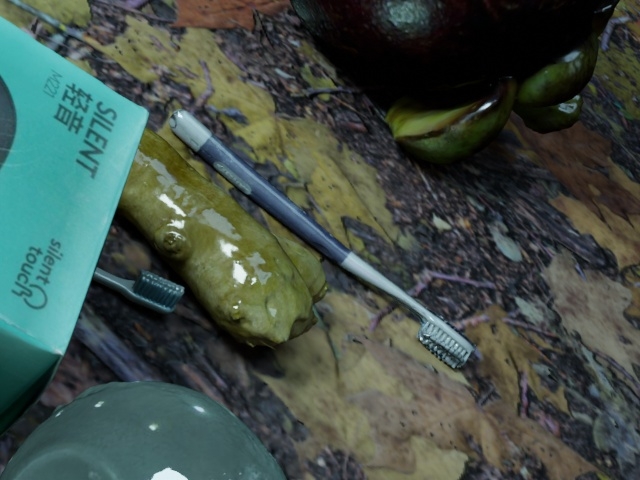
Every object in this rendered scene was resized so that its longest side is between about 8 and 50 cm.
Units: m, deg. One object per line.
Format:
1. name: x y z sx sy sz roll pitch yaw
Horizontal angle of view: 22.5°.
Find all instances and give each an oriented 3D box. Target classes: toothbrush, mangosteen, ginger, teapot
1. toothbrush: -0.203 -0.016 1.002 0.263 0.026 0.022 27 35 -18
2. toothbrush: 0.000 0.000 1.197 0.288 0.024 0.026 40 47 -6
3. mangosteen: 0.111 -0.249 1.370 0.330 0.330 0.330 28 36 -22
4. ginger: -0.118 -0.036 1.072 0.299 0.065 0.118 39 19 -7
5. teapot: -0.044 0.176 0.826 0.251 0.183 0.183 23 36 -47

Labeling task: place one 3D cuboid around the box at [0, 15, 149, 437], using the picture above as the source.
1. box: -0.260 -0.055 0.861 0.311 0.118 0.205 34 44 -20
